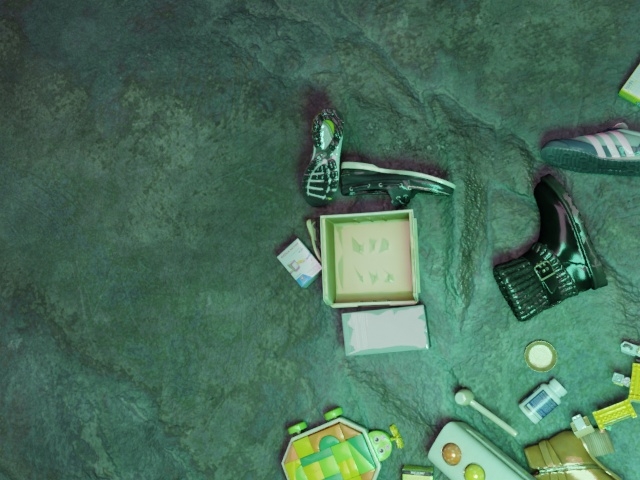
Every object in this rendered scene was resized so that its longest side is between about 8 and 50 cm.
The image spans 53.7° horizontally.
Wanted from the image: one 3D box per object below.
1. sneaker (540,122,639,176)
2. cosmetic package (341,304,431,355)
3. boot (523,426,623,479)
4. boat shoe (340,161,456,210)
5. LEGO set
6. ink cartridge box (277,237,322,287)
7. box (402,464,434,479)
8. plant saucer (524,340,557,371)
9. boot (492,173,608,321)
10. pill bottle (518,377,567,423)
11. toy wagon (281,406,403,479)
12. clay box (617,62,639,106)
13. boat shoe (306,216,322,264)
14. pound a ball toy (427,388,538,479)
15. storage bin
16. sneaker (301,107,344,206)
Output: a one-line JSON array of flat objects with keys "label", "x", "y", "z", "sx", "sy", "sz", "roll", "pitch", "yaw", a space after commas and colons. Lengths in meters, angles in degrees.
[{"label": "sneaker", "x": 0.760, "y": -0.254, "z": 1.698, "sx": 0.319, "sy": 0.112, "sz": 0.131, "roll": 9, "pitch": 69, "yaw": 12}, {"label": "cosmetic package", "x": 0.186, "y": 0.253, "z": 1.778, "sx": 0.238, "sy": 0.107, "sz": 0.127, "roll": -5, "pitch": 82, "yaw": 11}, {"label": "boot", "x": 0.656, "y": 0.627, "z": 1.594, "sx": 0.220, "sy": 0.109, "sz": 0.283, "roll": -17, "pitch": 70, "yaw": 6}, {"label": "boat shoe", "x": 0.210, "y": -0.144, "z": 1.802, "sx": 0.340, "sy": 0.127, "sz": 0.113, "roll": 12, "pitch": 88, "yaw": 17}, {"label": "LEGO set", "x": 0.769, "y": 0.409, "z": 1.609, "sx": 0.132, "sy": 0.107, "sz": 0.287, "roll": 30, "pitch": 84, "yaw": 45}, {"label": "ink cartridge box", "x": -0.057, "y": 0.067, "z": 1.884, "sx": 0.088, "sy": 0.052, "sz": 0.122, "roll": -43, "pitch": 75, "yaw": 7}, {"label": "box", "x": 0.267, "y": 0.738, "z": 1.723, "sx": 0.088, "sy": 0.058, "sz": 0.232, "roll": -2, "pitch": 83, "yaw": 14}, {"label": "plant saucer", "x": 0.594, "y": 0.313, "z": 1.709, "sx": 0.084, "sy": 0.015, "sz": 0.083, "roll": -2, "pitch": 83, "yaw": 14}, {"label": "boot", "x": 0.575, "y": 0.019, "z": 1.687, "sx": 0.260, "sy": 0.131, "sz": 0.347, "roll": -22, "pitch": 79, "yaw": 11}, {"label": "pill bottle", "x": 0.589, "y": 0.422, "z": 1.671, "sx": 0.120, "sy": 0.067, "sz": 0.067, "roll": -44, "pitch": 76, "yaw": 6}, {"label": "toy wagon", "x": 0.065, "y": 0.611, "z": 1.783, "sx": 0.345, "sy": 0.068, "sz": 0.267, "roll": -25, "pitch": 79, "yaw": 11}, {"label": "clay box", "x": 0.932, "y": -0.391, "z": 1.683, "sx": 0.222, "sy": 0.053, "sz": 0.127, "roll": 36, "pitch": 93, "yaw": 14}, {"label": "boat shoe", "x": 0.000, "y": 0.000, "z": 1.874, "sx": 0.049, "sy": 0.056, "sz": 0.152, "roll": -23, "pitch": 76, "yaw": 12}, {"label": "pound a ball toy", "x": 0.416, "y": 0.549, "z": 1.616, "sx": 0.319, "sy": 0.136, "sz": 0.208, "roll": 36, "pitch": 102, "yaw": 42}, {"label": "storage bin", "x": 0.144, "y": 0.057, "z": 1.798, "sx": 0.263, "sy": 0.123, "sz": 0.260, "roll": -4, "pitch": 83, "yaw": 14}, {"label": "sneaker", "x": 0.018, "y": -0.244, "z": 1.876, "sx": 0.111, "sy": 0.121, "sz": 0.299, "roll": 15, "pitch": 107, "yaw": 5}]
